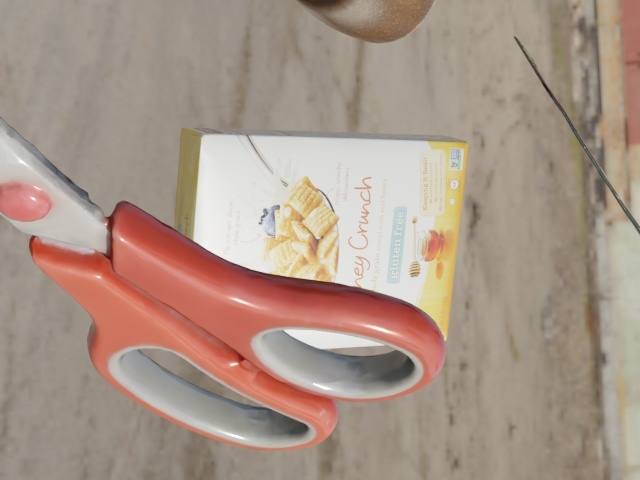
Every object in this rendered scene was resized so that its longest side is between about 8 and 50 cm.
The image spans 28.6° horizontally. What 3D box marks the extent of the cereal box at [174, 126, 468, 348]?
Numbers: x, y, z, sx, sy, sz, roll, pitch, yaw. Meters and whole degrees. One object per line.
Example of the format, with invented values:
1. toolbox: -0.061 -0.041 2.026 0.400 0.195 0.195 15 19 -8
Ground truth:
1. cereal box: 0.000 0.000 0.994 0.047 0.240 0.173 24 -67 58

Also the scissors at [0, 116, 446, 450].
1. scissors: -0.078 -0.001 0.352 0.297 0.109 0.021 32 49 -40

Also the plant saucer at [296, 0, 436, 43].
1. plant saucer: 0.002 -0.206 0.721 0.198 0.036 0.198 42 -37 42

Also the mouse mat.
1. mouse mat: 0.228 -0.086 1.090 0.189 0.007 0.152 53 13 -23
